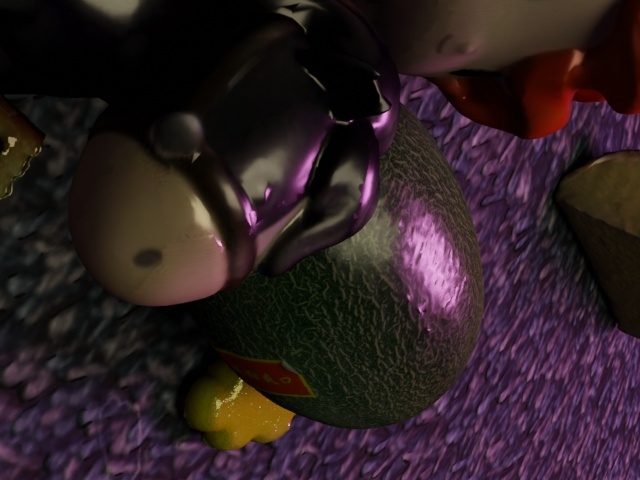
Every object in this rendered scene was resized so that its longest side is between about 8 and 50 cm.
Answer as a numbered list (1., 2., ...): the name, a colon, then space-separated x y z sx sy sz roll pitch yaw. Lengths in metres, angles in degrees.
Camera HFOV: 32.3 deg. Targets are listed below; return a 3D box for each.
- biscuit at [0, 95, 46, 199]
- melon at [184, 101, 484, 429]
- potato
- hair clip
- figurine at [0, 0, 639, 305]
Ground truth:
1. biscuit: -0.234 0.004 0.515 0.231 0.016 0.139 -58 141 -16
2. melon: 0.000 0.000 0.668 0.182 0.182 0.287 -50 136 -24
3. potato: 0.367 0.020 1.163 0.112 0.269 0.255 -57 168 -17
4. hair clip: -0.026 0.109 0.793 0.173 0.046 0.072 -1 103 -49
5. figurine: -0.004 -0.141 0.494 0.412 0.306 0.241 -32 153 -30
